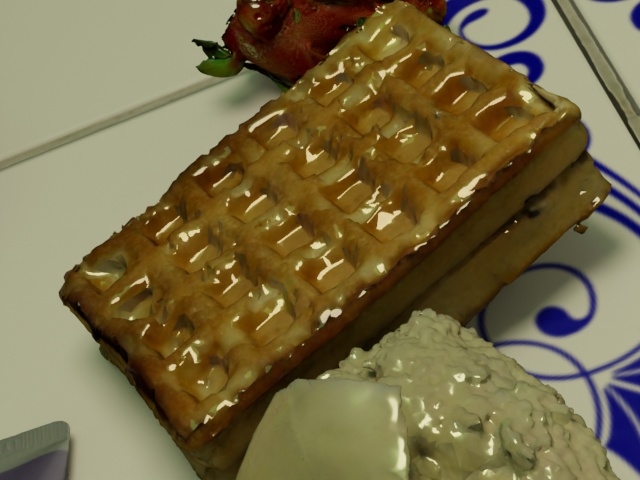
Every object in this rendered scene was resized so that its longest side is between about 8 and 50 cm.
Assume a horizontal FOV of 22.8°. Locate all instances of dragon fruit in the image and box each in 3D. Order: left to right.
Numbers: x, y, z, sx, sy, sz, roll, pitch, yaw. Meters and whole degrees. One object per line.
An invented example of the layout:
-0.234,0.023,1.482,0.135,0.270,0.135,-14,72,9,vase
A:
0.008,-0.166,1.153,0.175,0.142,0.138,21,21,13,dragon fruit

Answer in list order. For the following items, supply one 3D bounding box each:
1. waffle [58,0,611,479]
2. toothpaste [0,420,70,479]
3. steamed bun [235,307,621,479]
0.000,0.001,0.991,0.308,0.091,0.213,-40,40,-7,waffle
-0.204,0.254,0.893,0.125,0.080,0.371,-19,37,10,toothpaste
0.072,0.141,0.804,0.200,0.170,0.225,-40,48,-23,steamed bun
